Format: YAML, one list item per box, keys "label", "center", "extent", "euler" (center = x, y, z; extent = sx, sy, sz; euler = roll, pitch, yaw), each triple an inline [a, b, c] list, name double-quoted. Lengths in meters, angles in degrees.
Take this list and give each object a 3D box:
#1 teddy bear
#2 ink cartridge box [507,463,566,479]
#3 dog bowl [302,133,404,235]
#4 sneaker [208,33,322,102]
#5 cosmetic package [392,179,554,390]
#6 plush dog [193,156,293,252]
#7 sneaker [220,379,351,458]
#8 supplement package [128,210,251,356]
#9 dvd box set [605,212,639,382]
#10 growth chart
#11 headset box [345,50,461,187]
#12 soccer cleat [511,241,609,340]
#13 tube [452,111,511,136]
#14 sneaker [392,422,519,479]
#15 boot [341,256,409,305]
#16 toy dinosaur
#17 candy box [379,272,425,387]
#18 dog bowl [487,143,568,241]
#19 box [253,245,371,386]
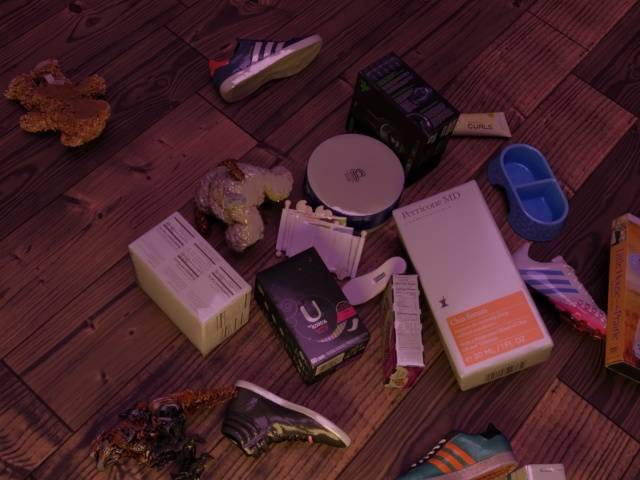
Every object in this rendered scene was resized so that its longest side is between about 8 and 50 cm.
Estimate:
- label: "teddy bear"
  center: [-0.703, -0.370, 2.018]
  extent: [0.338, 0.113, 0.245]
  euler: [22, 54, 14]
- label: "ink cartridge box"
  center: [0.480, 0.533, 1.651]
  extent: [0.089, 0.122, 0.052]
  euler: [0, 62, -7]
- label: "dog bowl"
  center: [0.088, -0.151, 1.983]
  extent: [0.265, 0.104, 0.264]
  euler: [3, 62, -5]
- label: "sneaker"
  center: [-0.163, -0.540, 2.147]
  extent: [0.350, 0.131, 0.148]
  euler: [-29, 73, -20]
- label: "cosmetic package"
  center: [0.362, 0.107, 1.814]
  extent: [0.230, 0.161, 0.453]
  euler: [-22, 65, 2]
- label: "plush dog"
  center: [-0.233, -0.121, 1.878]
  extent: [0.226, 0.210, 0.262]
  euler: [0, 53, 46]
- label: "sneaker"
  center: [-0.086, 0.434, 1.652]
  extent: [0.296, 0.104, 0.146]
  euler: [21, 63, 11]
- label: "supplement package"
  center: [-0.304, 0.105, 1.740]
  extent: [0.145, 0.204, 0.262]
  euler: [-38, 72, -24]
- label: "dvd box set"
  center: [0.859, 0.172, 1.873]
  extent: [0.308, 0.062, 0.420]
  euler: [26, 59, -17]
- label: "growth chart"
  center: [0.000, 0.000, 1.890]
  extent: [0.237, 0.021, 0.171]
  euler: [20, 97, 5]
- label: "headset box"
  center: [0.209, -0.331, 2.014]
  extent: [0.131, 0.246, 0.283]
  euler: [-35, 72, -23]
- label: "soccer cleat"
  center: [0.624, 0.124, 1.883]
  extent: [0.331, 0.116, 0.143]
  euler: [32, 80, 12]
- label: "tube"
  center: [0.433, -0.338, 2.155]
  extent: [0.240, 0.062, 0.070]
  euler: [-1, 102, -13]
- label: "sneaker"
  center: [0.283, 0.499, 1.666]
  extent: [0.302, 0.108, 0.121]
  euler: [-13, 51, -12]
- label: "boot"
  center: [0.141, 0.108, 1.877]
  extent: [0.190, 0.086, 0.069]
  euler: [-30, 75, 9]
- label: "toy dinosaur"
  center: [-0.337, 0.406, 1.605]
  extent: [0.322, 0.164, 0.218]
  euler: [-43, 47, 4]
- label: "candy box"
  center: [0.191, 0.215, 1.767]
  extent: [0.071, 0.159, 0.233]
  euler: [4, 61, -5]
- label: "dog bowl"
  center: [0.579, -0.141, 2.056]
  extent: [0.166, 0.074, 0.297]
  euler: [-12, 65, -13]
- label: "box"
  center: [-0.025, 0.179, 1.769]
  extent: [0.165, 0.143, 0.270]
  euler: [-26, 67, -20]
